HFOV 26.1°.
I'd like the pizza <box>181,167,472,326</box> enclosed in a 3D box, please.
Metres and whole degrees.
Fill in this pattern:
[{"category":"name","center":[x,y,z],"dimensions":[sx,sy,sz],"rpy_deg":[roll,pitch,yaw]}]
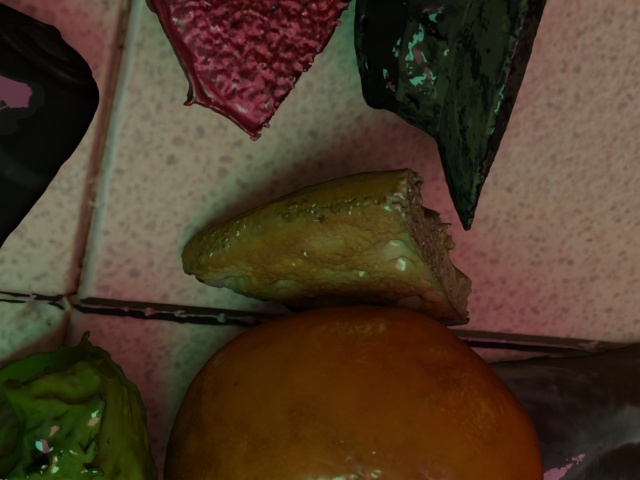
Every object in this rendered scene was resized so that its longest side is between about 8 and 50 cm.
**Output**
[{"category":"pizza","center":[0.008,0.003,1.042],"dimensions":[0.204,0.081,0.188],"rpy_deg":[-8,150,24]}]

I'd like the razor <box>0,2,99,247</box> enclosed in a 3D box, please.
[{"category":"razor","center":[-0.313,-0.024,0.897],"dimensions":[0.204,0.113,0.349],"rpy_deg":[37,96,-26]}]

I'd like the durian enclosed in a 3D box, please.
[{"category":"durian","center":[-0.235,0.226,0.993],"dimensions":[0.255,0.204,0.340],"rpy_deg":[-9,123,-1]}]

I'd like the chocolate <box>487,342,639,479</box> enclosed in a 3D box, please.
[{"category":"chocolate","center":[0.205,0.174,1.152],"dimensions":[0.254,0.080,0.157],"rpy_deg":[-6,87,-18]}]

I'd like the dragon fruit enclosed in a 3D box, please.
[{"category":"dragon fruit","center":[-0.042,-0.217,0.924],"dimensions":[0.161,0.126,0.274],"rpy_deg":[34,87,-18]}]

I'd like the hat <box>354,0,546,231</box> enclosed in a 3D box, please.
[{"category":"hat","center":[0.087,-0.146,0.973],"dimensions":[0.128,0.265,0.265],"rpy_deg":[14,108,10]}]

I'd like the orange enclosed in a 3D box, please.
[{"category":"orange","center":[0.024,0.184,1.015],"dimensions":[0.284,0.226,0.284],"rpy_deg":[6,112,14]}]
